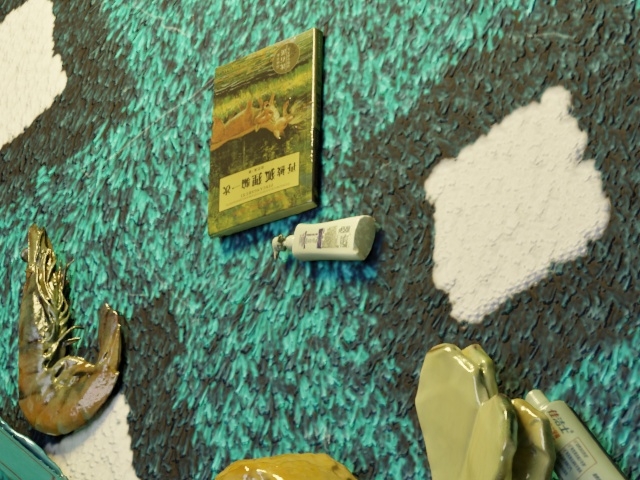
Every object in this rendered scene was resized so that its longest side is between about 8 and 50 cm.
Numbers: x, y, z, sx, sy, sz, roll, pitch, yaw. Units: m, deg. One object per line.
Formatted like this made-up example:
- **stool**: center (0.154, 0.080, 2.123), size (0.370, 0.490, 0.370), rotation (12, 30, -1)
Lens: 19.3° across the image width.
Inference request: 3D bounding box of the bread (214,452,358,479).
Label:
- **bread**: center (-0.056, 0.316, 1.876), size (0.244, 0.134, 0.244), rotation (-22, 50, 29)

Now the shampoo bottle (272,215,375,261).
- **shampoo bottle**: center (0.000, 0.000, 2.062), size (0.141, 0.034, 0.049), rotation (-3, 75, 44)

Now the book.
- **book**: center (-0.063, -0.124, 2.192), size (0.160, 0.024, 0.228), rotation (-18, 58, 36)

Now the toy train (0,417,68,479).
- **toy train**: center (-0.455, 0.271, 2.182), size (0.300, 0.265, 0.188), rotation (37, 96, 21)

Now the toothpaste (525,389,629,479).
- **toothpaste**: center (0.255, 0.228, 1.689), size (0.069, 0.047, 0.268), rotation (-45, 46, 13)

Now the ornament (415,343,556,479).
- **ornament**: center (0.143, 0.207, 1.787), size (0.201, 0.059, 0.180), rotation (-128, 47, -59)

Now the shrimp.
- **shrimp**: center (-0.308, 0.094, 2.310), size (0.169, 0.058, 0.296), rotation (-22, 60, 28)
